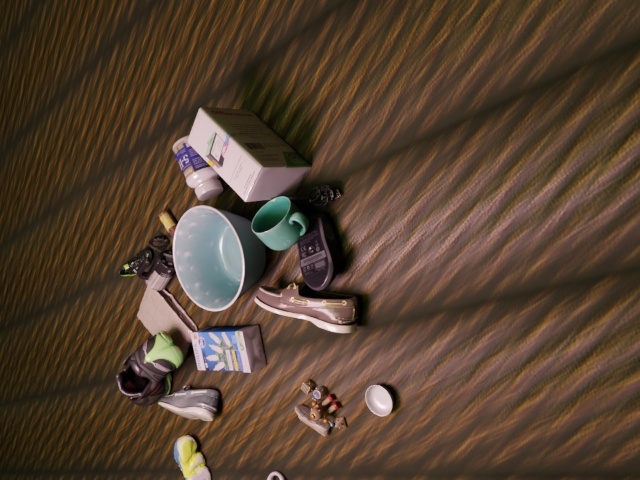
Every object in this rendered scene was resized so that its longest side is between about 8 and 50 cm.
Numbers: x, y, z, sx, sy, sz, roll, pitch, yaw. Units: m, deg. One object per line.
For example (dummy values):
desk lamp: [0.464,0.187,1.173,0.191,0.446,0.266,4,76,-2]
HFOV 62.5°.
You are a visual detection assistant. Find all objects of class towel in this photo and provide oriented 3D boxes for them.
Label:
towel: [-0.560,0.299,1.924,0.282,0.049,0.187,44,123,23]

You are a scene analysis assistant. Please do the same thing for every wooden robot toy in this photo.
wooden robot toy: [-0.001,0.475,1.500,0.173,0.079,0.076,51,124,19]

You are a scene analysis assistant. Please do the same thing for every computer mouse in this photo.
computer mouse: [0.000,0.000,1.429,0.188,0.072,0.273,-18,74,40]

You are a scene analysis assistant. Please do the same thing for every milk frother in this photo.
milk frother: [-0.573,0.076,1.875,0.135,0.129,0.143,-47,27,33]

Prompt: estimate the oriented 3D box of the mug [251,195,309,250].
mug: [-0.098,-0.032,1.384,0.129,0.097,0.158,-41,34,0]

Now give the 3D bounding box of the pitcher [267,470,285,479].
pitcher: [-0.125,0.851,1.648,0.207,0.125,0.178,34,102,41]

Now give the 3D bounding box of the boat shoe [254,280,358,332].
boat shoe: [-0.041,0.166,1.458,0.324,0.116,0.097,13,101,32]

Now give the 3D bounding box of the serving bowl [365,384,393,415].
serving bowl: [0.160,0.420,1.397,0.083,0.027,0.084,7,101,37]

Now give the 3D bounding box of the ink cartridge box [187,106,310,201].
ink cartridge box: [-0.198,-0.240,1.448,0.278,0.201,0.117,45,121,23]

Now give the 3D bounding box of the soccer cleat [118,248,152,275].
soccer cleat: [-0.689,0.089,1.969,0.178,0.072,0.060,-36,76,36]

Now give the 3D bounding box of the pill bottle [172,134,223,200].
pill bottle: [-0.377,-0.226,1.647,0.112,0.112,0.187,-33,78,37]

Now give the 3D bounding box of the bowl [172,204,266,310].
bowl: [-0.284,0.041,1.590,0.311,0.163,0.312,8,103,36]

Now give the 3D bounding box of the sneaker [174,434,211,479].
sneaker: [-0.474,0.828,1.939,0.126,0.091,0.240,-15,89,57]

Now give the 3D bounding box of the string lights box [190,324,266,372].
string lights box: [-0.301,0.349,1.711,0.259,0.076,0.134,-10,93,39]

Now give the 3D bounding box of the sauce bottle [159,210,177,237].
sauce bottle: [-0.515,-0.044,1.830,0.042,0.042,0.128,-48,67,33]

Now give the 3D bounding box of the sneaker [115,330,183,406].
sneaker: [-0.636,0.477,1.879,0.185,0.202,0.483,49,141,16]

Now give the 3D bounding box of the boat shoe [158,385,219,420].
boat shoe: [-0.467,0.576,1.890,0.319,0.116,0.099,-12,47,45]

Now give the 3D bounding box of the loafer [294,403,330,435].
loafer: [-0.028,0.532,1.555,0.125,0.045,0.039,26,120,29]
